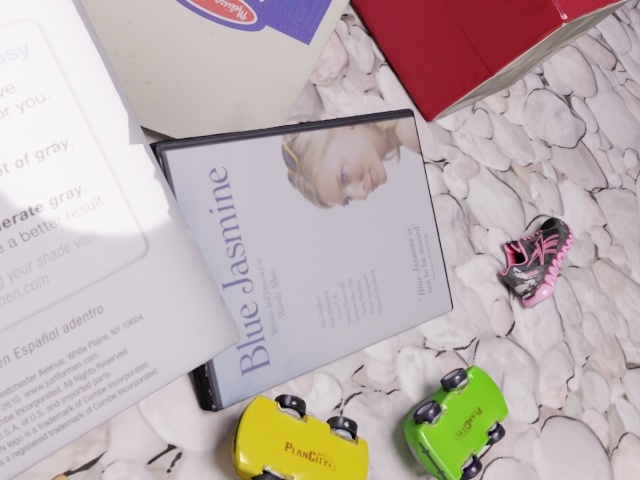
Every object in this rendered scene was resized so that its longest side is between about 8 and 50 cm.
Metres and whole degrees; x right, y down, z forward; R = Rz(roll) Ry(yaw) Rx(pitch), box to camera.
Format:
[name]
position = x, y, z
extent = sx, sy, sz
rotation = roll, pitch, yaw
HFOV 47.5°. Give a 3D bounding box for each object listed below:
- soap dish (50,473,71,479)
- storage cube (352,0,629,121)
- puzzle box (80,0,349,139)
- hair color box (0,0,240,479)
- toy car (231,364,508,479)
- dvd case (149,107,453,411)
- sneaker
[soap dish]
position = -0.098, 0.286, 0.301
extent = 0.291, 0.118, 0.229
rotation = 48, 49, -6
[storage cube]
position = 0.166, -0.263, 0.738
extent = 0.215, 0.184, 0.193
rotation = -30, 88, -42
[puzzle box]
position = -0.158, -0.228, 0.441
extent = 0.409, 0.272, 0.052
rotation = 19, 24, -29
[hair color box]
position = -0.205, -0.078, 0.311
extent = 0.185, 0.114, 0.374
rotation = -30, 106, -24
[toy car]
position = 0.062, 0.172, 0.521
extent = 0.225, 0.053, 0.239
rotation = -35, 90, -42
[dvd case]
position = 0.000, 0.000, 0.550
extent = 0.253, 0.022, 0.180
rotation = -16, 96, -40
[sneaker]
position = 0.212, 0.010, 0.725
extent = 0.057, 0.047, 0.119
rotation = 36, 49, -1
